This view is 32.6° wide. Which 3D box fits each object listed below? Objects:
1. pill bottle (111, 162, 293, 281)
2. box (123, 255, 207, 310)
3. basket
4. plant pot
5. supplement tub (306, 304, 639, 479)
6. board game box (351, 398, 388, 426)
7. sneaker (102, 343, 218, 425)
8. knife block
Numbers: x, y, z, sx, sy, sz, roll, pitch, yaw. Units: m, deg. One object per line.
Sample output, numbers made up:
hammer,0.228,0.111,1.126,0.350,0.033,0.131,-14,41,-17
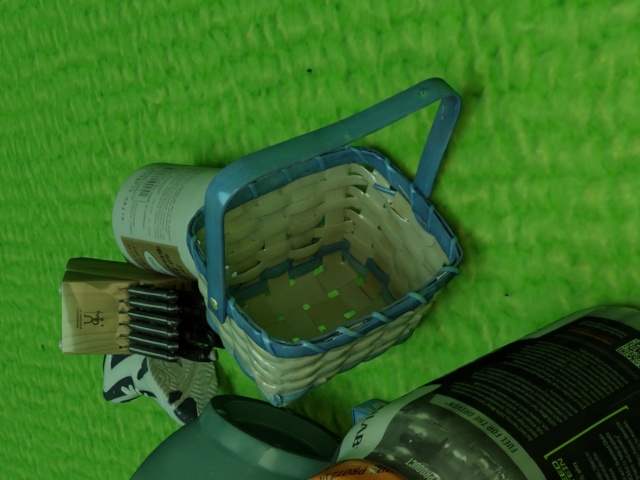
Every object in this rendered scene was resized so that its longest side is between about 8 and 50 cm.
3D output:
pill bottle,-0.119,-0.017,1.219,0.229,0.131,0.131,9,111,47
box,-0.195,0.030,1.396,0.179,0.043,0.105,59,138,17
basket,0.000,0.000,0.992,0.201,0.255,0.289,52,148,26
plant pot,-0.076,0.291,1.205,0.293,0.293,0.196,25,97,41
supplement tub,0.149,0.189,0.825,0.207,0.338,0.207,21,119,44
board game box,0.108,0.285,1.146,0.160,0.039,0.211,11,111,46
sneaker,-0.220,0.186,1.446,0.235,0.094,0.153,45,136,28
knife block,-0.189,0.081,1.321,0.276,0.242,0.088,-148,60,-77
